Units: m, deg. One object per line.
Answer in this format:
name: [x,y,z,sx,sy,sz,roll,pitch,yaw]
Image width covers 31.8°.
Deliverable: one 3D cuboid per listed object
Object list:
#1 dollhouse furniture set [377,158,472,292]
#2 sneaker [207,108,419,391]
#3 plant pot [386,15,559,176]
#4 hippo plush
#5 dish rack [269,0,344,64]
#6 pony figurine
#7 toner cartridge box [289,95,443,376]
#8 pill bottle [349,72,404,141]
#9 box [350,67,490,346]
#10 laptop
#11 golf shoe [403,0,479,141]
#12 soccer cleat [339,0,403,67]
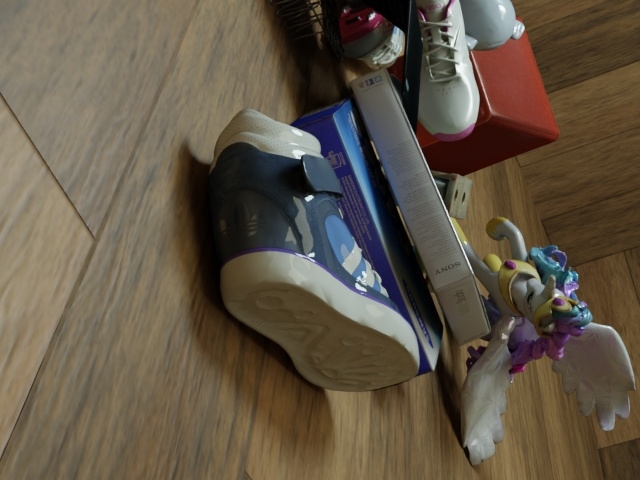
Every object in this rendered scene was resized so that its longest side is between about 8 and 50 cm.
dollhouse furniture set: [0.145,-0.020,1.734,0.129,0.129,0.183,7,95,-72]
sneaker: [-0.001,0.000,1.138,0.323,0.130,0.236,41,38,-51]
plant pot: [0.268,-0.281,2.175,0.236,0.267,0.267,-3,74,-61]
hippo plush: [0.275,-0.449,1.942,0.234,0.294,0.236,-27,99,-29]
dish rack: [-0.041,-0.377,1.559,0.271,0.074,0.208,56,23,-47]
pony figurine: [0.314,0.141,1.791,0.363,0.303,0.351,-129,-156,-58]
toner cartridge box: [0.061,-0.004,1.451,0.165,0.075,0.347,-55,124,-71]
pill bottle: [0.089,-0.217,1.771,0.160,0.087,0.087,-65,133,-68]
box: [0.136,-0.041,1.497,0.232,0.058,0.322,59,11,-64]
laptop: [0.069,-0.298,1.590,0.264,0.136,0.234,40,-3,13]
golf shoe: [0.174,-0.303,1.735,0.140,0.115,0.306,67,12,-67]
soccer cleat: [0.093,-0.343,1.877,0.331,0.116,0.143,-75,143,-64]
